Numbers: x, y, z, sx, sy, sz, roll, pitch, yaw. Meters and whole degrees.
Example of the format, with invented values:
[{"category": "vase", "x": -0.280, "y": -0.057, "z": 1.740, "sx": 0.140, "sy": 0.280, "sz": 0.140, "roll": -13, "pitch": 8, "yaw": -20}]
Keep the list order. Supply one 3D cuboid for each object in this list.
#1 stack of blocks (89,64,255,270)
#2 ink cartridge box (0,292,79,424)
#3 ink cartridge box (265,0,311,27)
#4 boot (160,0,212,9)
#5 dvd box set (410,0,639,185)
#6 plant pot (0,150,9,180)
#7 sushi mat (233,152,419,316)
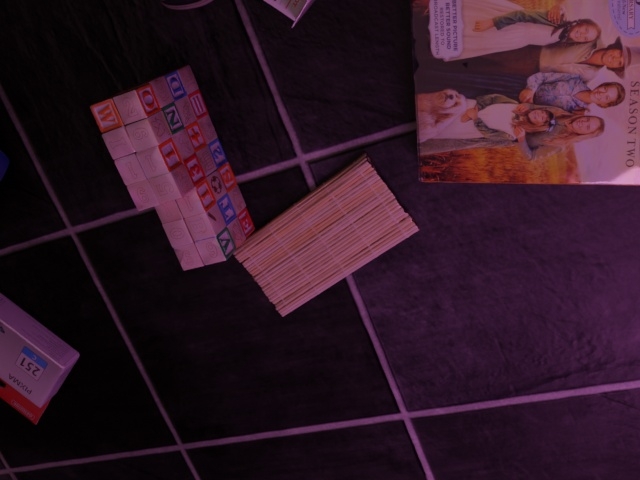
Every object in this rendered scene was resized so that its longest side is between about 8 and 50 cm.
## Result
[{"category": "stack of blocks", "x": -0.223, "y": -0.108, "z": 1.227, "sx": 0.087, "sy": 0.171, "sz": 0.297, "roll": -13, "pitch": 110, "yaw": 25}, {"category": "ink cartridge box", "x": -0.679, "y": 0.240, "z": 1.617, "sx": 0.296, "sy": 0.066, "sz": 0.261, "roll": 37, "pitch": 120, "yaw": 0}, {"category": "ink cartridge box", "x": -0.019, "y": -0.360, "z": 1.025, "sx": 0.061, "sy": 0.181, "sz": 0.104, "roll": 32, "pitch": 121, "yaw": -7}, {"category": "boot", "x": -0.181, "y": -0.406, "z": 1.054, "sx": 0.236, "sy": 0.178, "sz": 0.085, "roll": -11, "pitch": 75, "yaw": 32}, {"category": "dvd box set", "x": 0.334, "y": -0.223, "z": 1.036, "sx": 0.420, "sy": 0.062, "sz": 0.308, "roll": 3, "pitch": 115, "yaw": 19}, {"category": "plant pot", "x": -0.721, "y": -0.108, "z": 1.329, "sx": 0.235, "sy": 0.212, "sz": 0.236, "roll": -3, "pitch": 150, "yaw": 20}, {"category": "sushi mat", "x": 0.000, "y": 0.000, "z": 1.286, "sx": 0.316, "sy": 0.019, "sz": 0.151, "roll": -34, "pitch": 100, "yaw": 29}]
